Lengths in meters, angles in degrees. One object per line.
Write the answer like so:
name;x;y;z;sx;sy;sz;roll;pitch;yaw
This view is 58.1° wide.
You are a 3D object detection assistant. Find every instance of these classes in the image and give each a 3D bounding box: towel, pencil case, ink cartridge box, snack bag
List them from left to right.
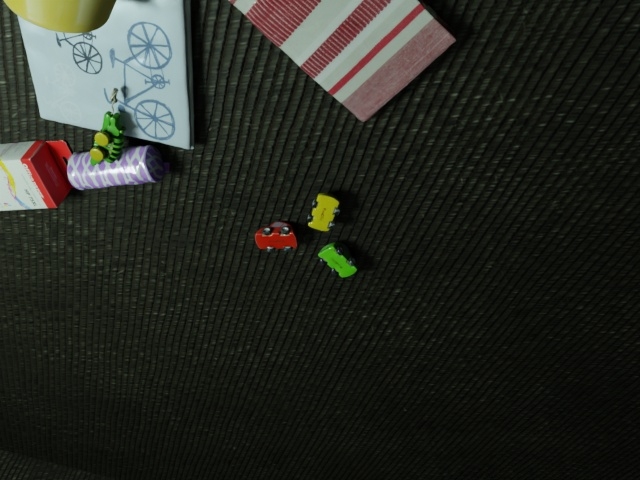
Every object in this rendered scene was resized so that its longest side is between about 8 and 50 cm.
ink cartridge box;-0.660;-0.143;1.287;0.230;0.078;0.134;-3;131;11
snack bag;-0.408;-0.338;1.099;0.342;0.037;0.323;11;132;4
pencil case;-0.439;-0.154;1.239;0.206;0.086;0.088;-3;165;15
towel;0.037;-0.380;0.987;0.329;0.037;0.237;38;129;-20

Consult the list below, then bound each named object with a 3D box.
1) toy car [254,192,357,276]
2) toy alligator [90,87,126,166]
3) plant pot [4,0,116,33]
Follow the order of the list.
toy car;0.000;0.000;1.320;0.239;0.053;0.225;-29;122;31
toy alligator;-0.411;-0.212;1.144;0.051;0.056;0.190;26;125;-12
plant pot;-0.379;-0.456;0.849;0.253;0.254;0.239;22;137;-10
